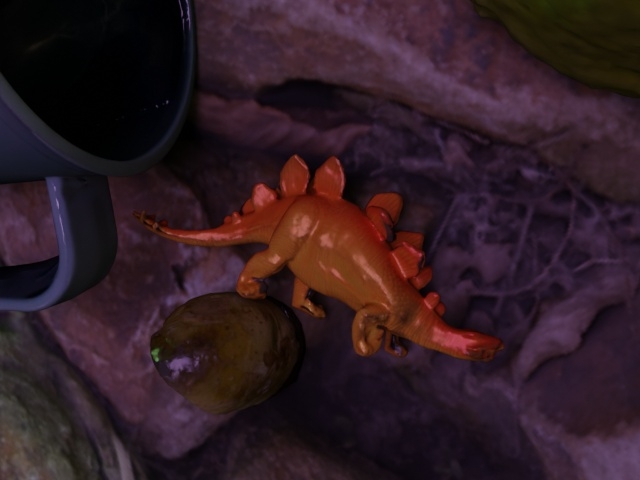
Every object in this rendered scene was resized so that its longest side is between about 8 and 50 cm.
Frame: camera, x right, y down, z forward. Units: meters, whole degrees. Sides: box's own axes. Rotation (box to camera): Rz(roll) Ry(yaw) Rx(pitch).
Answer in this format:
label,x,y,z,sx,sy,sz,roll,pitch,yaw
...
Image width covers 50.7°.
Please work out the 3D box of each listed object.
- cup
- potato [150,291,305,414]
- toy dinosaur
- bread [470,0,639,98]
label,x,y,z,sx,sy,sz,roll,pitch,yaw
cup,-0.276,-0.134,0.487,0.311,0.256,0.331,-4,131,18
potato,-0.063,0.076,0.485,0.066,0.103,0.096,-40,82,17
toy dinosaur,0.000,0.000,0.482,0.288,0.070,0.117,26,96,18
bread,0.205,-0.244,0.290,0.348,0.308,0.348,1,94,13
